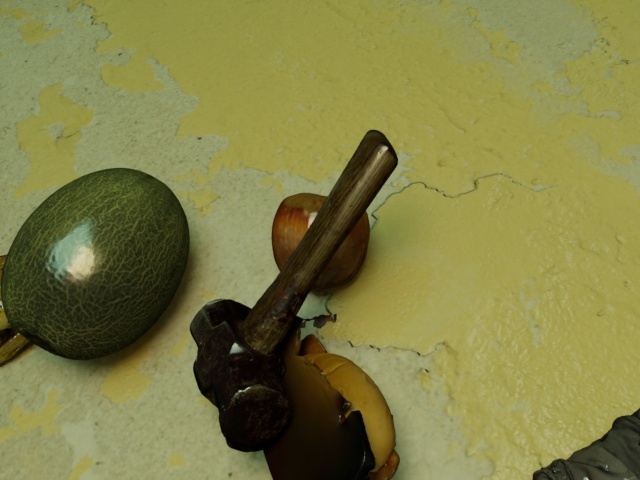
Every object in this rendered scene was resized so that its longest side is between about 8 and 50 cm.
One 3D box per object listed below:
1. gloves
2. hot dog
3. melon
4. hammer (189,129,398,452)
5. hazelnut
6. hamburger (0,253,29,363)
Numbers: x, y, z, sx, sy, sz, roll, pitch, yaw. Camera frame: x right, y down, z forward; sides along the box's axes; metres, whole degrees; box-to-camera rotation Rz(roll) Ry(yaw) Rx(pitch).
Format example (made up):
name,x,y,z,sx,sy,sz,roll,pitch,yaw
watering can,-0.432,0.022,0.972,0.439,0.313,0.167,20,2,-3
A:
name,x,y,z,sx,sy,sz,roll,pitch,yaw
gloves,0.305,0.289,0.717,0.286,0.119,0.142,-23,40,-21
hot dog,0.017,0.210,0.819,0.194,0.107,0.326,-53,28,22
melon,-0.324,0.028,0.978,0.238,0.237,0.301,15,58,23
hammer,-0.020,0.043,0.842,0.408,0.095,0.242,-55,27,6
hazelnut,0.000,0.000,1.001,0.151,0.150,0.150,-7,53,9
hamburger,-0.529,0.108,1.050,0.186,0.113,0.177,-7,54,8
